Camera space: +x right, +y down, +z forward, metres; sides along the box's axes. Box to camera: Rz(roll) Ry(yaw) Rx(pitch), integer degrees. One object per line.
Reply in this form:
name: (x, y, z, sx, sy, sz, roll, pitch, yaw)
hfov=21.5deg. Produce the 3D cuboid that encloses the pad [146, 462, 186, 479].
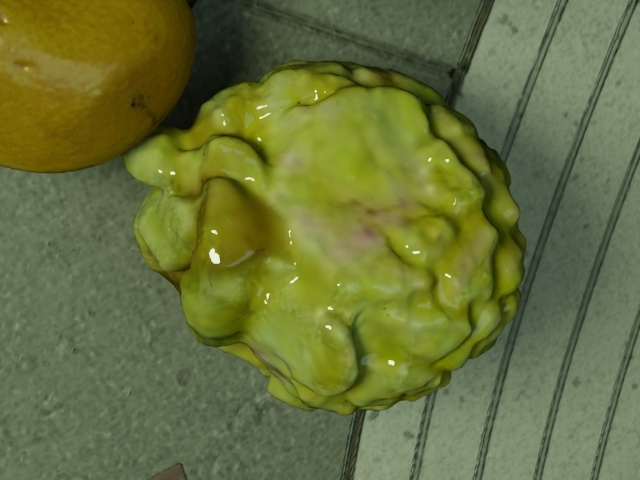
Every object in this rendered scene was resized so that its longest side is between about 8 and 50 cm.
pad: (-0.125, 0.260, 1.213, 0.113, 0.006, 0.188, -26, 121, -23)

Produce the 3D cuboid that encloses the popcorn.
popcorn: (0.000, 0.000, 1.066, 0.259, 0.259, 0.212, -31, 158, -20)

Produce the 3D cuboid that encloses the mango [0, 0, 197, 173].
mango: (-0.182, -0.114, 0.953, 0.227, 0.109, 0.147, 5, 97, -22)
